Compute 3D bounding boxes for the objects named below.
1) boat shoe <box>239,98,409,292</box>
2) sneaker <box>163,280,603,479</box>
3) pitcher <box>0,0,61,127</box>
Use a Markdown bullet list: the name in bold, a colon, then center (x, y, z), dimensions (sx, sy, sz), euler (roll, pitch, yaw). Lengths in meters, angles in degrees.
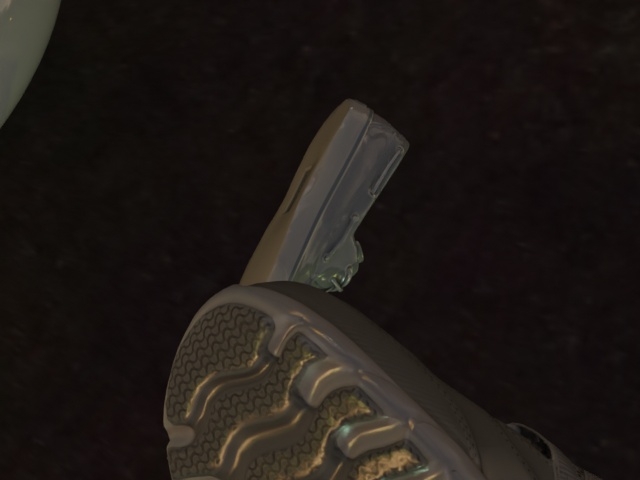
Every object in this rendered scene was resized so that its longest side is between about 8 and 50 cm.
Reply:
- **boat shoe**: center (0.000, 0.000, 1.231), dimensions (0.063, 0.066, 0.184), euler (30, 72, -14)
- **sneaker**: center (0.066, 0.114, 0.618), dimensions (0.281, 0.105, 0.115), euler (45, 34, -4)
- **pitcher**: center (-0.187, -0.057, 0.568), dimensions (0.178, 0.125, 0.207), euler (32, 101, -19)
